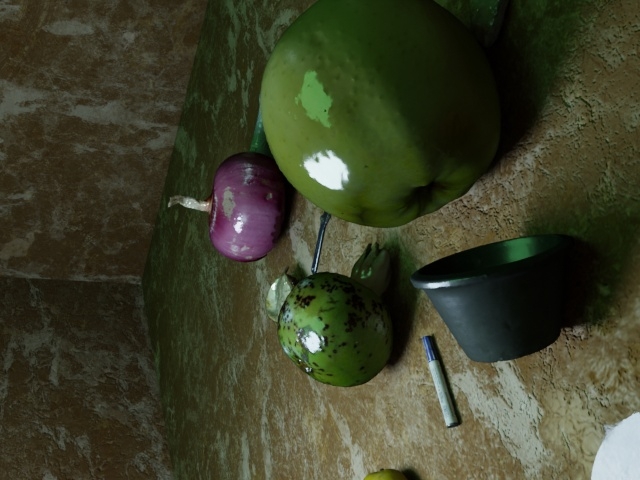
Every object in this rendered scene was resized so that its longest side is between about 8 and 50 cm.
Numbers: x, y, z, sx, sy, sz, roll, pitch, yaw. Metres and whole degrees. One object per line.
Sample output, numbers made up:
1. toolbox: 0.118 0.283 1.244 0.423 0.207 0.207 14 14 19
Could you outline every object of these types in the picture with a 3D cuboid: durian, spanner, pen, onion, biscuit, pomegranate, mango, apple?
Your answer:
1. durian: -0.089 0.165 2.229 0.148 0.091 0.188 -30 54 47
2. spanner: 0.000 0.000 2.153 0.046 0.012 0.208 -139 57 -60
3. pen: 0.243 0.286 1.549 0.025 0.025 0.204 122 145 -45
4. onion: -0.258 -0.118 2.411 0.358 0.345 0.358 -63 -6 -11
5. biscuit: 0.341 -0.527 1.471 0.141 0.038 0.289 -132 54 -59
6. pomegranate: 0.061 0.159 1.743 0.340 0.285 0.285 -55 18 -18
7. mango: 0.157 0.571 1.603 0.195 0.098 0.137 49 127 48
8. apple: 0.113 -0.249 1.457 0.474 0.474 0.473 -175 90 -66

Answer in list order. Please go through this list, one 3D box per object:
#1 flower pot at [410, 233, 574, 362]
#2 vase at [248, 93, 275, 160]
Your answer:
1. flower pot: 0.296 0.099 1.244 0.269 0.269 0.166 -6 99 65
2. vase: -0.183 -0.382 2.541 0.096 0.096 0.219 -171 89 -66
